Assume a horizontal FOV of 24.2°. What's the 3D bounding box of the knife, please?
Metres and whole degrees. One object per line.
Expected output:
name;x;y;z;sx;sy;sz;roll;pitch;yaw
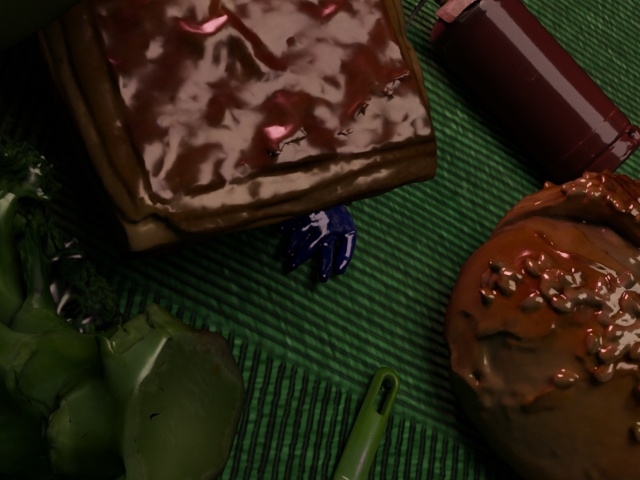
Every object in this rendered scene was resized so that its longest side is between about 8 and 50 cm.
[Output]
knife;0.030;0.174;1.099;0.054;0.015;0.212;37;43;-12

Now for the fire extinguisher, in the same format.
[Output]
fire extinguisher;0.180;-0.161;1.419;0.269;0.105;0.105;48;42;-1

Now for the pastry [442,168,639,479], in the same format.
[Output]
pastry;0.255;0.074;1.232;0.315;0.184;0.284;-27;80;-47

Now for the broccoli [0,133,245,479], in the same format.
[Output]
broccoli;-0.186;0.093;0.793;0.297;0.297;0.297;-12;106;-49

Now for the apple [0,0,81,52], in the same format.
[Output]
apple;-0.236;-0.309;0.802;0.473;0.473;0.473;21;48;-26

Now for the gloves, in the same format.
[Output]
gloves;0.000;0.000;1.196;0.064;0.026;0.086;51;42;0

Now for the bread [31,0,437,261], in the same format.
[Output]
bread;-0.079;-0.141;1.100;0.277;0.167;0.324;-14;71;-20
